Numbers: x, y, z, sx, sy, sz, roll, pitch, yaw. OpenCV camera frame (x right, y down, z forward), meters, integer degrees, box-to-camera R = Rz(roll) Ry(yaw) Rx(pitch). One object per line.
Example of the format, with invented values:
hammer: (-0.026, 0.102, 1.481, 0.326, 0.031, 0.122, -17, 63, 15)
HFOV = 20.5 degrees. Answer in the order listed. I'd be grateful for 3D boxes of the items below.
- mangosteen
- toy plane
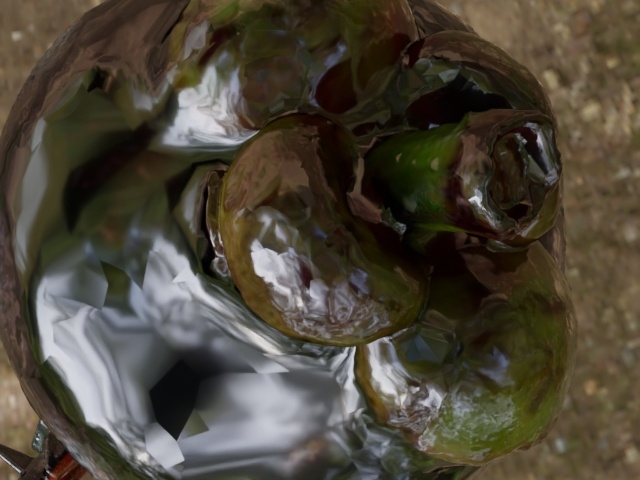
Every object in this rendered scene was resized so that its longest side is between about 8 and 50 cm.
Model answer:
mangosteen: (0.001, 0.001, 0.764, 0.287, 0.287, 0.233, -42, 155, 27)
toy plane: (-0.124, 0.098, 0.903, 0.189, 0.061, 0.130, -34, 158, -46)
